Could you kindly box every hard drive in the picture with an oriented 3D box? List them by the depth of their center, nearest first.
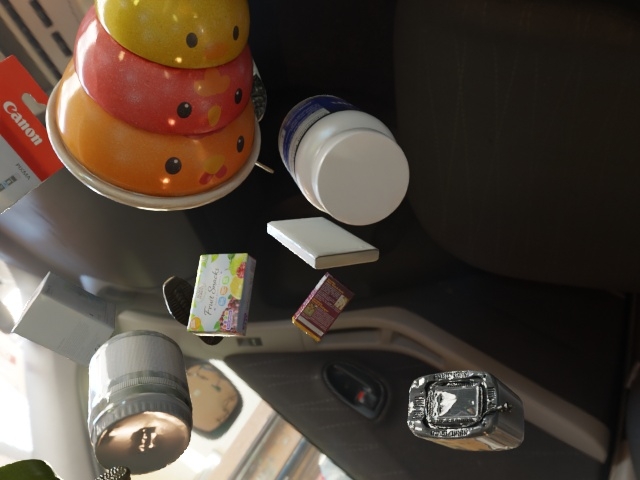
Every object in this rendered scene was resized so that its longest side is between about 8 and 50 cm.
[{"bbox_3d":[0.000,0.000,1.607,0.307,0.203,0.040,33,124,55],"label":"hard drive"}]

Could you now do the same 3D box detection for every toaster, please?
[{"bbox_3d":[0.291,0.331,1.064,0.227,0.129,0.146,-19,139,39],"label":"toaster"}]

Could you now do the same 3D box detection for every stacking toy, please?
[{"bbox_3d":[-0.216,-0.300,0.788,0.350,0.351,0.480,35,144,4],"label":"stacking toy"}]

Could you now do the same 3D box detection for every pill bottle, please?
[{"bbox_3d":[0.028,-0.124,0.823,0.153,0.153,0.265,48,-175,-25],"label":"pill bottle"}]

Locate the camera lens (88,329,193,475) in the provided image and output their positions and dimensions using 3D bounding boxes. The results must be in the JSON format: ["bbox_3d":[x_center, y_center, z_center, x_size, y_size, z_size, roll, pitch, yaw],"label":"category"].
[{"bbox_3d":[-0.412,0.358,1.266,0.219,0.219,0.274,55,-179,-37],"label":"camera lens"}]

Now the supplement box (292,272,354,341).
[{"bbox_3d":[0.008,0.205,1.724,0.104,0.188,0.081,37,179,-5],"label":"supplement box"}]

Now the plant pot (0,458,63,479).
[{"bbox_3d":[-0.476,0.574,0.906,0.353,0.366,0.366,40,160,24],"label":"plant pot"}]

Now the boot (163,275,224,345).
[{"bbox_3d":[-0.320,0.155,1.317,0.137,0.077,0.198,27,148,59],"label":"boot"}]

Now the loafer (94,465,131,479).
[{"bbox_3d":[-0.345,0.396,0.816,0.056,0.148,0.050,3,115,58],"label":"loafer"}]

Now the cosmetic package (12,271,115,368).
[{"bbox_3d":[-0.725,0.222,1.589,0.224,0.138,0.224,33,179,-23],"label":"cosmetic package"}]

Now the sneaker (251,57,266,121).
[{"bbox_3d":[-0.191,-0.399,1.432,0.086,0.085,0.237,88,166,-69],"label":"sneaker"}]

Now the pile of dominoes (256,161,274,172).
[{"bbox_3d":[-0.274,-0.252,1.553,0.196,0.040,0.251,30,-177,34],"label":"pile of dominoes"}]

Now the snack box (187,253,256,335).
[{"bbox_3d":[-0.174,0.096,0.980,0.100,0.141,0.037,-3,158,23],"label":"snack box"}]

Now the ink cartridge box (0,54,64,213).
[{"bbox_3d":[-0.859,-0.248,1.431,0.308,0.385,0.091,56,169,-23],"label":"ink cartridge box"}]
